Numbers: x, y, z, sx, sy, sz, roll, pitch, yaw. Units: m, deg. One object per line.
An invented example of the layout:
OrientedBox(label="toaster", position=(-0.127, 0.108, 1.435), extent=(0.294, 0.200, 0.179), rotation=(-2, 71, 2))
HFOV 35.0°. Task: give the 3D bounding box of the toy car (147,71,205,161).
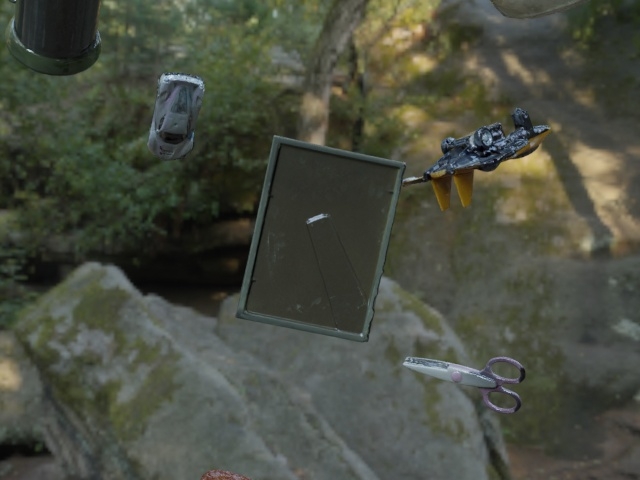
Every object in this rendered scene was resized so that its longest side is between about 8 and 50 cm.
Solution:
OrientedBox(label="toy car", position=(-0.125, -0.103, 0.873), extent=(0.041, 0.093, 0.025), rotation=(7, 41, -13))

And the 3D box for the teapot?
OrientedBox(label="teapot", position=(-0.548, -0.530, 2.040), extent=(0.270, 0.200, 0.337), rotation=(24, -40, -3))

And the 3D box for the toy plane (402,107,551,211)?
OrientedBox(label="toy plane", position=(0.299, -0.162, 1.738), extent=(0.316, 0.103, 0.204), rotation=(-34, 15, -36))

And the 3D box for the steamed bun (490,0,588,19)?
OrientedBox(label="steamed bun", position=(0.393, -0.491, 1.668), extent=(0.283, 0.177, 0.283), rotation=(-23, 19, 9))

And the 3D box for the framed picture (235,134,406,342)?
OrientedBox(label="framed picture", position=(0.000, 0.000, 1.566), extent=(0.213, 0.289, 0.016), rotation=(11, 7, -4))

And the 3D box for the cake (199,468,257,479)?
OrientedBox(label="cake", position=(-0.140, 0.474, 1.611), extent=(0.177, 0.151, 0.283), rotation=(22, 6, 8))

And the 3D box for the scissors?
OrientedBox(label="scissors", position=(0.202, 0.192, 1.442), extent=(0.176, 0.085, 0.022), rotation=(11, 21, 21))
